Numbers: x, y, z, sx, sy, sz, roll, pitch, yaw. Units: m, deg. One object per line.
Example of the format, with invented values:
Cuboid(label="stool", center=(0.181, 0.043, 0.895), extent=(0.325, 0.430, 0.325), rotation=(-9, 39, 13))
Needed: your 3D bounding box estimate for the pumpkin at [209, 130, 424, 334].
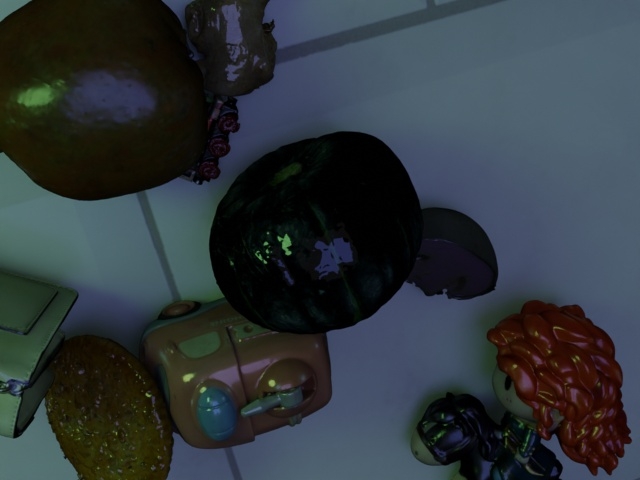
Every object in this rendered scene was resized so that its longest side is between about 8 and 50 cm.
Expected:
Cuboid(label="pumpkin", center=(0.000, 0.000, 1.005), extent=(0.315, 0.315, 0.238), rotation=(-24, 117, -8))

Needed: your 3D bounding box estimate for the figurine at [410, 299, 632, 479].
Cuboid(label="figurine", center=(0.343, 0.303, 1.250), extent=(0.306, 0.241, 0.412), rotation=(43, 109, 1))

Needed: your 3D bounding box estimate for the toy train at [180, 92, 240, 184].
Cuboid(label="toy train", center=(-0.169, -0.149, 1.043), extent=(0.087, 0.050, 0.138), rotation=(19, 108, -21))

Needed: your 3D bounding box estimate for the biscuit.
Cuboid(label="biscuit", center=(-0.309, 0.253, 1.042), extent=(0.035, 0.254, 0.254), rotation=(-21, 117, -56))

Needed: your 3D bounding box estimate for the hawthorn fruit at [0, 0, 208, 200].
Cuboid(label="hawthorn fruit", center=(-0.291, -0.174, 0.893), extent=(0.301, 0.268, 0.268), rotation=(-27, 111, -5))

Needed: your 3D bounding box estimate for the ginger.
Cuboid(label="ginger", center=(-0.117, -0.309, 1.008), extent=(0.137, 0.074, 0.213), rotation=(4, 108, -23))

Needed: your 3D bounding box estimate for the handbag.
Cuboid(label="handbag", center=(-0.510, 0.109, 0.899), extent=(0.358, 0.237, 0.160), rotation=(19, 97, -10))

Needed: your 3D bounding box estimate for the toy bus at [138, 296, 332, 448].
Cuboid(label="toy bus", center=(-0.114, 0.195, 1.068), extent=(0.287, 0.232, 0.194), rotation=(-14, 112, -14))

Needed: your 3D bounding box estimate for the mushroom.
Cuboid(label="mushroom", center=(0.201, 0.013, 1.168), extent=(0.188, 0.141, 0.117), rotation=(33, 60, -23))
